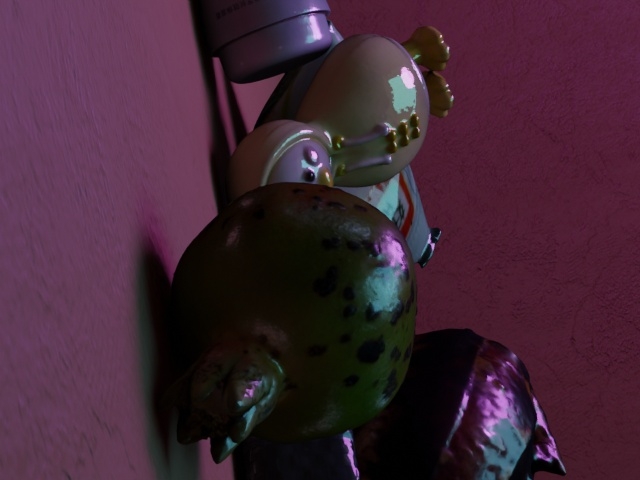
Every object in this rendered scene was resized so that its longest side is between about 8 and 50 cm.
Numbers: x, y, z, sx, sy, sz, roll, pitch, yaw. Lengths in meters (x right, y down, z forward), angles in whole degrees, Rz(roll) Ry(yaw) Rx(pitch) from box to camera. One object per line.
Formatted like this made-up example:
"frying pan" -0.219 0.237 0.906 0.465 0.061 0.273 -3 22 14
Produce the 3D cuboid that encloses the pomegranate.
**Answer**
"pomegranate" -0.023 0.053 0.874 0.205 0.159 0.159 -50 135 -52

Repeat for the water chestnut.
"water chestnut" 0.135 0.241 1.464 0.300 0.300 0.300 -10 90 -87

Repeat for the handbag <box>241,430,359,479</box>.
"handbag" -0.016 0.187 1.128 0.175 0.088 0.270 88 -6 -59

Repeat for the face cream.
"face cream" -0.051 -0.204 1.337 0.117 0.117 0.104 0 71 -87

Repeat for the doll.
"doll" 0.016 -0.088 1.310 0.296 0.117 0.141 -48 147 -39

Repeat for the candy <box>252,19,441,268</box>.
"candy" -0.006 0.000 1.462 0.263 0.172 0.398 60 38 -50
